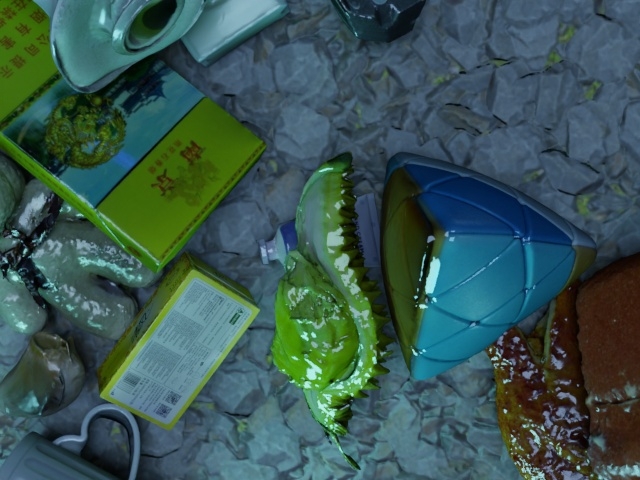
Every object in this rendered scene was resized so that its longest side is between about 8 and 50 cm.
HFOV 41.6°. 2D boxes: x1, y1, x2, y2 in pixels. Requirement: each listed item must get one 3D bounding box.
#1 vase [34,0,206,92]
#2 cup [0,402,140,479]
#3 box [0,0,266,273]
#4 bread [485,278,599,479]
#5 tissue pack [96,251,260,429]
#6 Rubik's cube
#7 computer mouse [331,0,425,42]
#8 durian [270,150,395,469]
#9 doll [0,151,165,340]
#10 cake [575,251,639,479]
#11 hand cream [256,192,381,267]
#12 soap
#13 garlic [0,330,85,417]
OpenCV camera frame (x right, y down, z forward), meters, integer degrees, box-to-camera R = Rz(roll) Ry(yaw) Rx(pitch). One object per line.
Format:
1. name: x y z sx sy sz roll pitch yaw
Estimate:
1. vase: -0.306 -0.345 0.802 0.445 0.250 0.250 44 96 11
2. cup: -0.260 0.306 0.925 0.202 0.167 0.221 26 98 -2
3. box: -0.244 -0.138 0.901 0.335 0.047 0.187 39 64 -1
4. bread: 0.262 0.179 0.922 0.139 0.095 0.268 -16 90 -3
5. tissue pack: -0.160 0.111 0.938 0.095 0.062 0.176 33 96 -26
6. Rubik's cube: 0.171 0.046 0.878 0.254 0.254 0.254 0 95 3
7. computer mouse: 0.043 -0.320 0.902 0.126 0.071 0.231 -14 86 -9
8. durian: 0.013 0.093 0.896 0.132 0.106 0.375 2 107 4
9. doll: -0.310 0.005 0.919 0.278 0.149 0.175 25 70 -11
10. cake: 0.378 0.139 0.853 0.177 0.151 0.283 8 69 -26
11. hand cream: 0.000 0.000 0.945 0.142 0.053 0.084 -11 94 -6
12. soap: -0.135 -0.303 0.913 0.119 0.066 0.198 -33 92 3
13. garlic: -0.316 0.161 0.962 0.084 0.066 0.152 45 120 2
